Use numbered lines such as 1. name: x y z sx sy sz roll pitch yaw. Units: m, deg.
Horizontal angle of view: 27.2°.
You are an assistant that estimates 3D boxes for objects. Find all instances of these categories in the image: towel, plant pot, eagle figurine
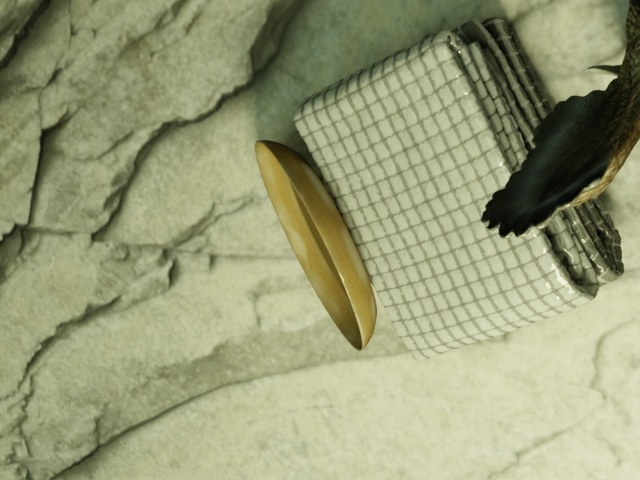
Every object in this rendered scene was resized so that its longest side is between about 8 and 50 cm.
1. towel: 0.126 -0.049 1.240 0.235 0.121 0.283 -24 94 48
2. plant pot: 0.000 0.000 1.336 0.236 0.032 0.236 62 171 16
3. eagle figurine: 0.258 -0.096 0.980 0.225 0.298 0.226 26 154 -35
